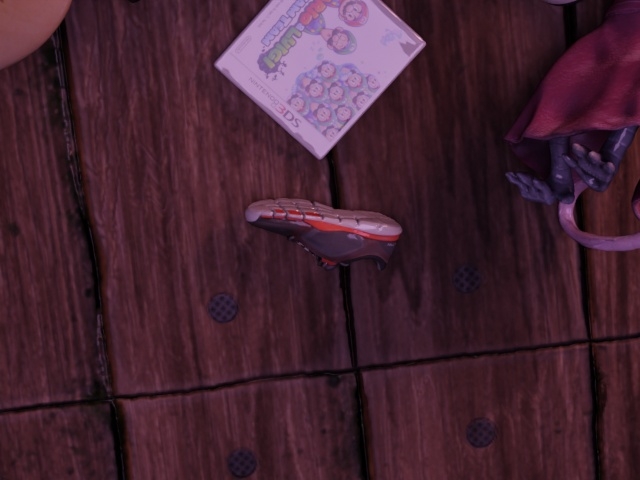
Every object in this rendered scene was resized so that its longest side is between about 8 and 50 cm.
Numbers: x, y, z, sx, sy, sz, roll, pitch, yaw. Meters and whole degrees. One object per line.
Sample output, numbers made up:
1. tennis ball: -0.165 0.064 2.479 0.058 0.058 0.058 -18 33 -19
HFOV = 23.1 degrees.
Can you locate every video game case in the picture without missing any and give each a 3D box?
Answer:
1. video game case: -0.001 -0.183 1.532 0.143 0.019 0.157 41 96 -11

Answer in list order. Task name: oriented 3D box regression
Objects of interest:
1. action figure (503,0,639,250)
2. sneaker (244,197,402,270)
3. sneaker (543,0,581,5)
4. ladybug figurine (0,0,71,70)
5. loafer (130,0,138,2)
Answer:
1. action figure: 0.329 -0.196 1.466 0.276 0.248 0.370 44 69 -43
2. sneaker: 0.000 0.000 1.551 0.158 0.061 0.065 10 107 -5
3. sneaker: 0.161 -0.357 1.353 0.124 0.178 0.295 -23 73 22
4. ladybug figurine: -0.398 -0.348 1.398 0.305 0.162 0.449 -37 102 5
5. loafer: -0.206 -0.329 1.464 0.078 0.080 0.220 -9 93 2
